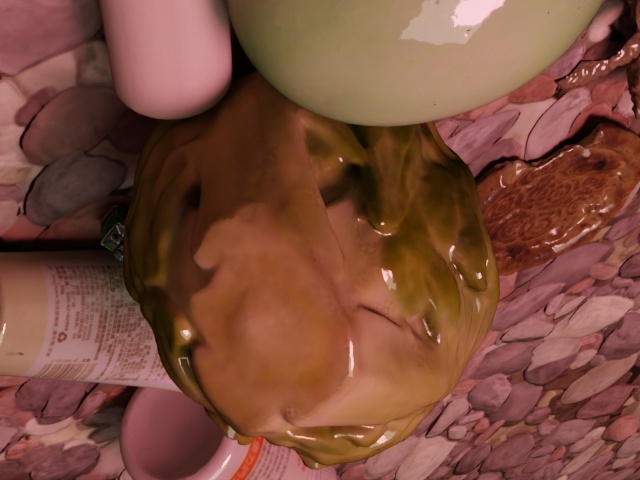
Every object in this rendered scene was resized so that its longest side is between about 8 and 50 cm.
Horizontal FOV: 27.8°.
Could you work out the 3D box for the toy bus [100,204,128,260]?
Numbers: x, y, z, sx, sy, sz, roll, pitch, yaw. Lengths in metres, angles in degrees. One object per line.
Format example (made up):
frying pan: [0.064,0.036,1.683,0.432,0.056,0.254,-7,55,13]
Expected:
toy bus: [-0.141,0.005,1.070,0.083,0.037,0.031,29,114,-30]

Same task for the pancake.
pancake: [0.234,-0.037,1.324,0.235,0.029,0.212,-28,147,0]

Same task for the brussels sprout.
brussels sprout: [0.000,0.000,0.974,0.328,0.328,0.247,8,134,-42]

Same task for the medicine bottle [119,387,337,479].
medicine bottle: [-0.086,0.223,1.322,0.144,0.144,0.252,-35,148,8]

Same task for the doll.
doll: [0.299,-0.224,1.096,0.203,0.091,0.286,-33,137,-38]

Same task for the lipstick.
lipstick: [-0.104,-0.217,0.792,0.087,0.087,0.327,-19,144,-15]

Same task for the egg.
egg: [0.066,-0.190,0.833,0.270,0.220,0.220,-28,146,-5]

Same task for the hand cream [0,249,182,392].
hand cream: [-0.197,0.063,1.075,0.306,0.093,0.147,6,99,-41]
